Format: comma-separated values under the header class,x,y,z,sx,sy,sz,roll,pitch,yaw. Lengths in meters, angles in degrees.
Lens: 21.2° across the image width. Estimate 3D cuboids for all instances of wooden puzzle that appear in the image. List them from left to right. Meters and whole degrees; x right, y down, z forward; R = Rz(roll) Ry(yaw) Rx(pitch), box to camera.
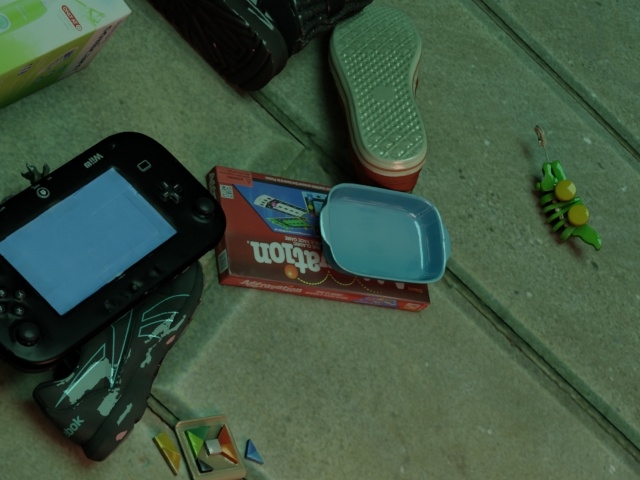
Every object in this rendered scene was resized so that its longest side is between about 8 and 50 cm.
class,x,y,z,sx,sy,sz,roll,pitch,yaw
wooden puzzle,-0.116,0.222,1.809,0.116,0.014,0.078,-13,72,-41

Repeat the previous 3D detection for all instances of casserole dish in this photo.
class,x,y,z,sx,sy,sz,roll,pitch,yaw
casserole dish,0.070,-0.003,2.023,0.188,0.037,0.114,9,67,-33

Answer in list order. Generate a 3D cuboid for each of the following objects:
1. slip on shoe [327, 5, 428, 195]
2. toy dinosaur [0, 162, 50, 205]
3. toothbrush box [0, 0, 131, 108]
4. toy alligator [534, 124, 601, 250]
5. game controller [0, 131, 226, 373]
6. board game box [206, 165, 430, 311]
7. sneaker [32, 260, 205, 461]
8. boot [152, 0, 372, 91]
class,x,y,z,sx,sy,sz,roll,pitch,yaw
slip on shoe,0.072,-0.179,2.146,0.123,0.101,0.331,-1,47,-7
toy dinosaur,-0.338,-0.028,1.776,0.268,0.064,0.118,17,63,-29
toothbrush box,-0.381,-0.250,1.839,0.206,0.122,0.283,53,45,3
toy alligator,0.312,-0.063,2.275,0.051,0.056,0.189,-26,77,-2
game controller,-0.241,0.005,1.743,0.166,0.067,0.319,50,49,2
board game box,0.000,0.000,2.024,0.281,0.027,0.145,9,59,-32
sneaker,-0.203,0.098,1.765,0.106,0.101,0.267,34,47,-10
boot,-0.104,-0.373,2.106,0.348,0.131,0.260,51,52,-11
